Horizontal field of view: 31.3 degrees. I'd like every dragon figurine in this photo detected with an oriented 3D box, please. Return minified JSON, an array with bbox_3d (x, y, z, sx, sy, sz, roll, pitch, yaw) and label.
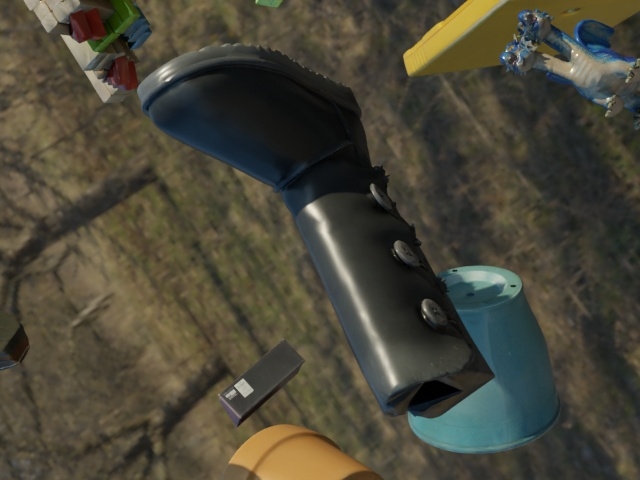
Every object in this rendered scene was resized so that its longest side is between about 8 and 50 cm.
[{"bbox_3d":[0.325,-0.202,1.330,0.144,0.289,0.085,42,117,32],"label":"dragon figurine"}]

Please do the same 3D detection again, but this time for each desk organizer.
[{"bbox_3d":[-0.086,0.205,1.637,0.047,0.130,0.050,44,152,12],"label":"desk organizer"}]

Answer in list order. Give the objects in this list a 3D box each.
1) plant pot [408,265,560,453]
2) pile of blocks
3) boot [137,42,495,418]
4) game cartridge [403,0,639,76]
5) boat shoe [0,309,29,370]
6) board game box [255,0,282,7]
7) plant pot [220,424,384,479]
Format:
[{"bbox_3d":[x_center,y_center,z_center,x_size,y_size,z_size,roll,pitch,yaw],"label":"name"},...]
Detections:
[{"bbox_3d":[0.272,0.191,2.004,0.272,0.272,0.255,31,135,59],"label":"plant pot"},{"bbox_3d":[-0.291,-0.289,1.638,0.112,0.149,0.362,57,178,10],"label":"pile of blocks"},{"bbox_3d":[0.002,0.000,1.351,0.146,0.367,0.445,-36,66,35],"label":"boot"},{"bbox_3d":[0.305,-0.315,1.604,0.324,0.286,0.052,156,103,-68],"label":"game cartridge"},{"bbox_3d":[-0.582,0.181,1.733,0.122,0.324,0.119,-66,-34,-52],"label":"boat shoe"},{"bbox_3d":[-0.066,-0.482,1.976,0.181,0.043,0.092,149,126,-69],"label":"board game box"},{"bbox_3d":[-0.008,0.473,1.944,0.204,0.291,0.290,3,128,46],"label":"plant pot"}]
